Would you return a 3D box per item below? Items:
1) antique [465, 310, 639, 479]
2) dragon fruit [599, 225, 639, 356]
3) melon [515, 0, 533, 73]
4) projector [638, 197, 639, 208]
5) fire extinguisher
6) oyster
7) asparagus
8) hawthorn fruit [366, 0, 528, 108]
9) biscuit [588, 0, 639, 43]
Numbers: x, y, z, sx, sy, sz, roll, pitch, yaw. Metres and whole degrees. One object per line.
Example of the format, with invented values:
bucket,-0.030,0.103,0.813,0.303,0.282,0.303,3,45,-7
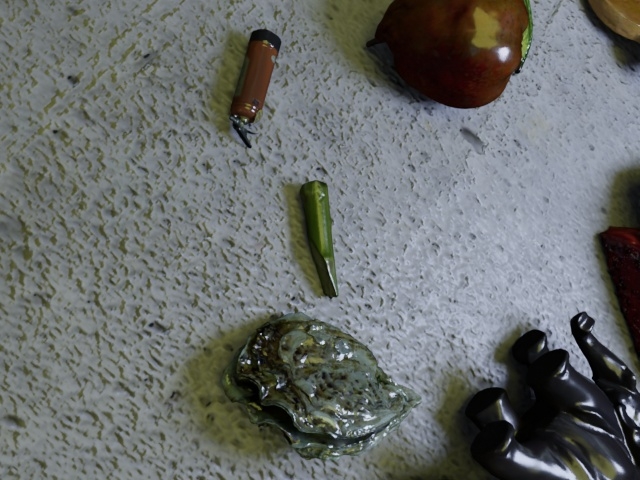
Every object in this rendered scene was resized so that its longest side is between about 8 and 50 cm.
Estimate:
antique,0.373,0.293,0.896,0.255,0.185,0.322,46,63,-1
dragon fruit,0.653,0.096,1.039,0.205,0.152,0.316,-16,84,-21
melon,0.328,-0.430,1.085,0.114,0.053,0.261,-18,85,-12
projector,0.722,-0.067,1.023,0.251,0.198,0.108,-11,124,-5
fire extinguisher,-0.101,-0.231,0.911,0.062,0.050,0.177,30,69,-51
oyster,0.004,0.214,0.840,0.268,0.112,0.198,35,50,-1
asparagus,0.000,0.000,0.904,0.041,0.045,0.178,-9,82,14
hawthorn fruit,0.195,-0.316,0.956,0.248,0.208,0.207,5,77,8
biscuit,0.677,-0.434,1.169,0.355,0.052,0.275,35,66,5
